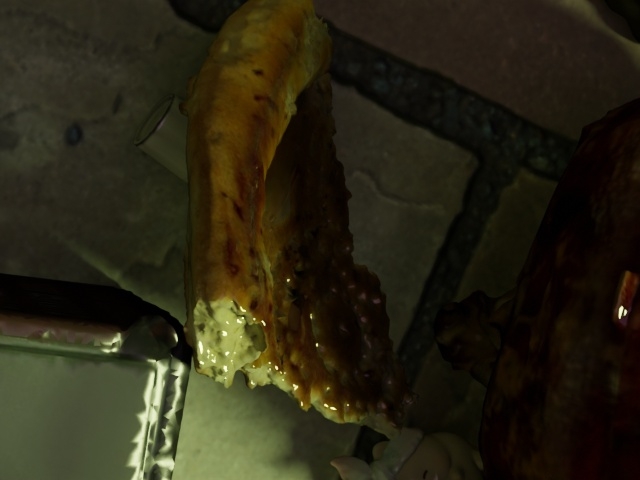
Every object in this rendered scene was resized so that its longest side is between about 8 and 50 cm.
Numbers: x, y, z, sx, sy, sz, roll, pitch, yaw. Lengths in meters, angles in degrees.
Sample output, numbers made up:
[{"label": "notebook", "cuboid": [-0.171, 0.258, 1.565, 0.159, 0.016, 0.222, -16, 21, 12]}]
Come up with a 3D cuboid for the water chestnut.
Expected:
[{"label": "water chestnut", "cuboid": [0.206, 0.066, 1.083, 0.350, 0.302, 0.350, -21, 117, -50]}]

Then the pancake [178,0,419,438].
[{"label": "pancake", "cuboid": [0.000, 0.000, 1.041, 0.244, 0.057, 0.266, 54, 37, -24]}]

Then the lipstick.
[{"label": "lipstick", "cuboid": [-0.045, -0.032, 1.101, 0.141, 0.040, 0.040, 36, 85, -19]}]

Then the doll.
[{"label": "doll", "cuboid": [0.069, 0.155, 1.139, 0.127, 0.084, 0.073, 3, 94, -27]}]

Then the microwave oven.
[{"label": "microwave oven", "cuboid": [-0.174, 0.142, 1.011, 0.188, 0.178, 0.247, 9, 94, -16]}]

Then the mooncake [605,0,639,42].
[{"label": "mooncake", "cuboid": [0.282, -0.216, 1.142, 0.228, 0.124, 0.228, -2, 97, -19]}]
